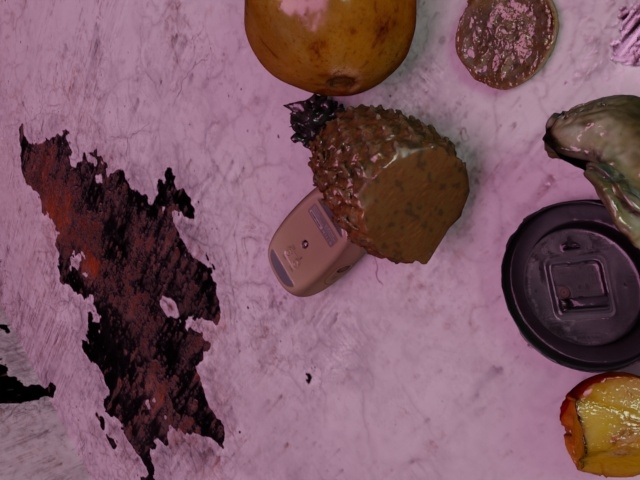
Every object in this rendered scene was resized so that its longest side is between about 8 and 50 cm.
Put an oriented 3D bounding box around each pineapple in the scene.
[{"bbox_3d":[0.060,-0.127,1.051,0.362,0.202,0.202,49,132,49],"label":"pineapple"}]

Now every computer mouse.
[{"bbox_3d":[0.000,0.000,1.191,0.236,0.082,0.145,-48,66,38],"label":"computer mouse"}]

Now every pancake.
[{"bbox_3d":[0.246,-0.279,0.921,0.152,0.025,0.151,14,111,43],"label":"pancake"}]

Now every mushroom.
[{"bbox_3d":[0.378,-0.038,0.696,0.130,0.247,0.344,-56,37,28],"label":"mushroom"}]

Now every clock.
[{"bbox_3d":[0.344,0.057,0.893,0.226,0.049,0.226,11,107,42],"label":"clock"}]

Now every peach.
[{"bbox_3d":[0.372,0.230,0.863,0.151,0.118,0.151,2,96,16],"label":"peach"}]

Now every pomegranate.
[{"bbox_3d":[0.008,-0.337,0.978,0.264,0.264,0.264,13,109,42],"label":"pomegranate"}]
